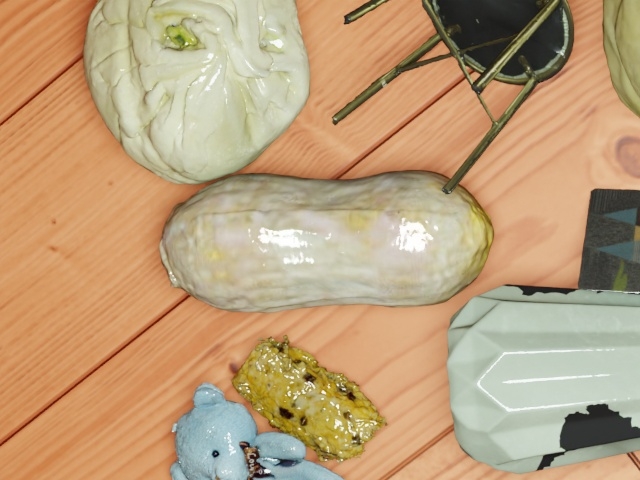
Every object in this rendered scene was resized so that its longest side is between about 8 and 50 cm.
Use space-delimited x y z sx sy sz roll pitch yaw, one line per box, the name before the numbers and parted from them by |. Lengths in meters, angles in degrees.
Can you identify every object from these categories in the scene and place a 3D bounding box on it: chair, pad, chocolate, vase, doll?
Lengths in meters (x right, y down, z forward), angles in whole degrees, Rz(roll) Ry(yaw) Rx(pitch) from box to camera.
chair | 0.160 -0.207 1.581 0.160 0.170 0.325 30 52 17
pad | 0.332 0.001 1.542 0.211 0.143 0.003 2 130 13
chocolate | 0.000 0.000 1.611 0.309 0.134 0.134 -1 88 15
vase | 0.293 0.109 1.534 0.360 0.165 0.165 -5 87 9
doll | -0.061 0.213 1.638 0.180 0.075 0.120 31 121 21

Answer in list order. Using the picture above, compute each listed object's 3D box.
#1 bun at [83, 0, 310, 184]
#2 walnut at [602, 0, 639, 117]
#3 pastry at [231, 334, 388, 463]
bun | -0.114 -0.170 1.632 0.229 0.145 0.229 -1 83 10
walnut | 0.379 -0.184 1.462 0.282 0.253 0.277 40 98 13
pastry | -0.012 0.148 1.650 0.140 0.056 0.080 41 115 13
